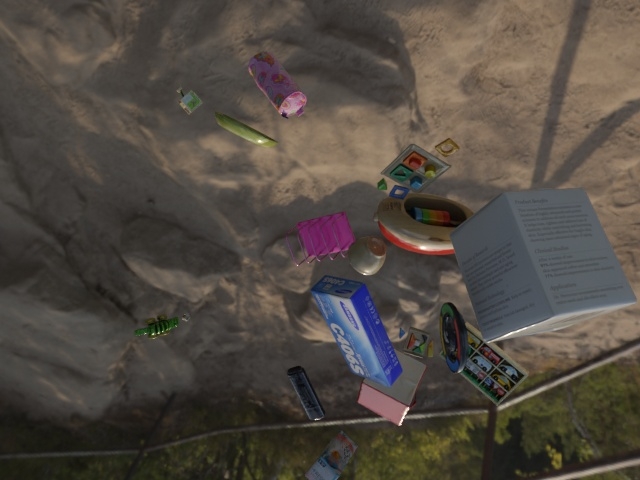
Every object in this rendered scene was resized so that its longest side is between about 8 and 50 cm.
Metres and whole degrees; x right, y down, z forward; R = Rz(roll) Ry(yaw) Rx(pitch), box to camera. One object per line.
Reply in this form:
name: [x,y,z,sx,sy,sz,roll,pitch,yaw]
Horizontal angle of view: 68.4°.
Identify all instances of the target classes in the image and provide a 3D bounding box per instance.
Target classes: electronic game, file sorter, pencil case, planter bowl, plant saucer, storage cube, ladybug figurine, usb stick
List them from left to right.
plant saucer: [-0.261,-0.377,1.628,0.241,0.241,0.037,26,100,-5]
pencil case: [-0.163,-0.587,1.772,0.284,0.124,0.124,54,152,25]
usb stick: [-0.056,0.617,1.894,0.077,0.045,0.277,-15,116,13]
file sorter: [0.000,0.000,2.410,0.291,0.182,0.202,-12,106,29]
planter bowl: [0.208,0.049,1.971,0.162,0.162,0.109,30,141,-9]
storage cube: [0.267,0.537,1.758,0.215,0.183,0.193,24,143,17]
ladybug figurine: [0.425,-0.058,1.898,0.450,0.305,0.161,9,131,-6]
electronic game: [0.426,0.313,1.523,0.048,0.229,0.229,-4,141,-1]

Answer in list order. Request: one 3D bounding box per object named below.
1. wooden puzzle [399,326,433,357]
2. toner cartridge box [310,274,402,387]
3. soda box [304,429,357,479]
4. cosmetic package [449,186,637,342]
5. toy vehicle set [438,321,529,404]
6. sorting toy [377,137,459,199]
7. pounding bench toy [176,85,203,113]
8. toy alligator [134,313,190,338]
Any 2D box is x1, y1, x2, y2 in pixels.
wooden puzzle: [0.264,0.278,1.285,0.117,0.078,0.014,13,173,-20]
toner cartridge box: [0.110,0.269,1.395,0.165,0.075,0.347,5,128,48]
soda box: [0.029,0.510,1.095,0.058,0.063,0.183,41,-171,15]
cosmetic package: [0.682,0.079,1.502,0.330,0.393,0.327,-4,157,-19]
toy vehicle set: [0.583,0.442,1.700,0.267,0.035,0.165,40,116,19]
sorting toy: [0.345,-0.248,1.702,0.196,0.047,0.348,21,141,-23]
pounding bench toy: [-0.437,-0.464,1.538,0.083,0.052,0.065,48,167,-23]
toy alligator: [-0.449,0.246,1.380,0.051,0.190,0.056,-3,95,38]
